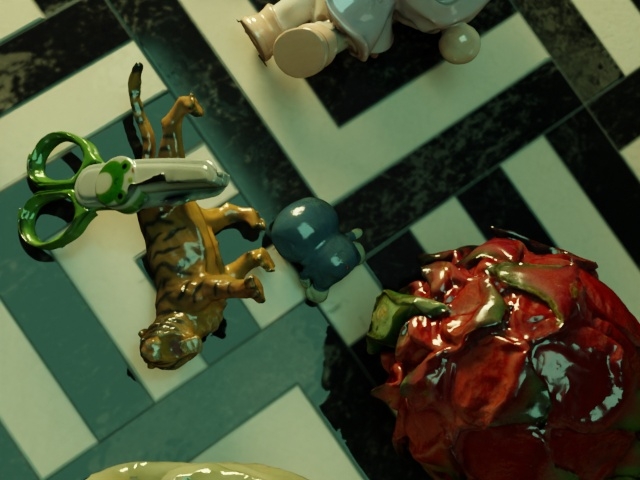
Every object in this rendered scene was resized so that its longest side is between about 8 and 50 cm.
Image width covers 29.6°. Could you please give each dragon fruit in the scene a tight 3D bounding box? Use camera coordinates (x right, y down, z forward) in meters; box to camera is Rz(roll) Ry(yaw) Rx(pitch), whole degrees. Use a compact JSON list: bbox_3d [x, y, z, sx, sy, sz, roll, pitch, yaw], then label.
[{"bbox_3d":[0.182,0.113,0.998,0.293,0.234,0.234,23,73,-20],"label":"dragon fruit"}]

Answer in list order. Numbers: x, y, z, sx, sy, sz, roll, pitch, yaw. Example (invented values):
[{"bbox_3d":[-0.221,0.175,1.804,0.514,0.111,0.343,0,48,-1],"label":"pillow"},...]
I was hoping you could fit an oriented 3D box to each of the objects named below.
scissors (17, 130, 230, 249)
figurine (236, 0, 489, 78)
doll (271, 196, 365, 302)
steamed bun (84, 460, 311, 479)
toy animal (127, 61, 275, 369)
[{"bbox_3d":[-0.160,-0.045,0.970,0.204,0.027,0.101,-3,76,31],"label":"scissors"},{"bbox_3d":[0.062,-0.235,1.079,0.276,0.133,0.200,-33,99,-13],"label":"figurine"},{"bbox_3d":[0.000,0.000,1.054,0.076,0.050,0.083,-41,88,-22],"label":"doll"},{"bbox_3d":[-0.053,0.290,0.849,0.394,0.237,0.347,-26,76,-30],"label":"steamed bun"},{"bbox_3d":[-0.120,-0.024,1.016,0.116,0.114,0.255,-20,77,8],"label":"toy animal"}]
